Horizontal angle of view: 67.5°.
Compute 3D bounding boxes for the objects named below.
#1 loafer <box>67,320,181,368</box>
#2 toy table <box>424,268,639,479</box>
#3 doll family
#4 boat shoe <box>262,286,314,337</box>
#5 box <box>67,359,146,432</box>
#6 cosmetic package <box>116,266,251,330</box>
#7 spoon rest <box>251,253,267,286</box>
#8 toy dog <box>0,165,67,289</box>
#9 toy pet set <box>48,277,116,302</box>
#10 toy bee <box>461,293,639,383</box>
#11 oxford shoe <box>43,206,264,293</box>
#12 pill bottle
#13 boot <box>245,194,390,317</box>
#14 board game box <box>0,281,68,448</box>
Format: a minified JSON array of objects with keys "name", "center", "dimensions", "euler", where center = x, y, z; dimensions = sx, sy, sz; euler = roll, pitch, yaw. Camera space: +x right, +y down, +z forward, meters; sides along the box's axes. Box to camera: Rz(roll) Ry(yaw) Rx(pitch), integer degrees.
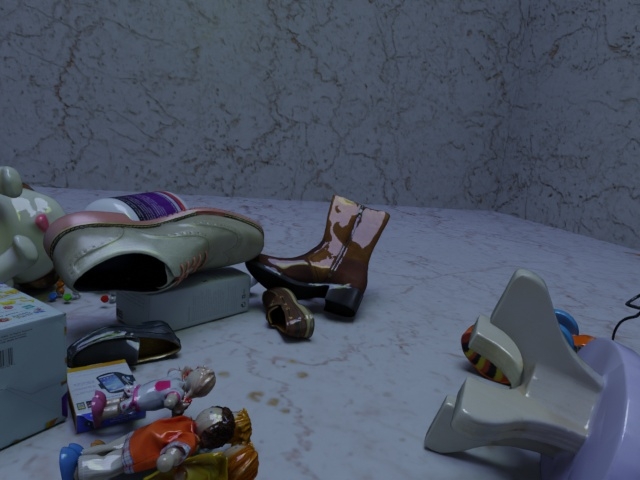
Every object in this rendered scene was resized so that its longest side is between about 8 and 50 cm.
[{"name":"loafer","center":[-0.292,0.162,0.725],"dimensions":[0.061,0.062,0.170],"euler":[22,21,38]},{"name":"toy table","center":[0.242,0.175,0.548],"dimensions":[0.160,0.252,0.274],"euler":[27,9,15]},{"name":"doll family","center":[-0.147,0.212,0.490],"dimensions":[0.163,0.118,0.263],"euler":[-8,1,-18]},{"name":"boat shoe","center":[-0.077,0.135,0.929],"dimensions":[0.060,0.064,0.178],"euler":[0,16,-31]},{"name":"box","center":[-0.281,0.202,0.622],"dimensions":[0.081,0.028,0.136],"euler":[-3,17,-34]},{"name":"cosmetic package","center":[-0.261,0.107,0.932],"dimensions":[0.117,0.086,0.231],"euler":[15,14,38]},{"name":"spoon rest","center":[-0.255,0.083,1.110],"dimensions":[0.276,0.084,0.137],"euler":[-5,7,18]},{"name":"toy dog","center":[-0.653,0.018,0.862],"dimensions":[0.395,0.285,0.408],"euler":[-30,-7,32]},{"name":"toy pet set","center":[-0.471,0.098,0.997],"dimensions":[0.122,0.065,0.114],"euler":[4,47,5]},{"name":"toy bee","center":[0.377,0.193,0.741],"dimensions":[0.195,0.162,0.298],"euler":[-14,-4,-35]},{"name":"oxford shoe","center":[-0.261,0.035,0.859],"dimensions":[0.397,0.140,0.146],"euler":[-6,40,-37]},{"name":"pill bottle","center":[-0.479,-0.026,1.218],"dimensions":[0.181,0.182,0.323],"euler":[9,12,15]},{"name":"boot","center":[0.000,0.000,1.062],"dimensions":[0.264,0.280,0.096],"euler":[16,-31,8]},{"name":"board game box","center":[-0.453,0.134,0.582],"dimensions":[0.275,0.142,0.144],"euler":[13,15,31]}]
